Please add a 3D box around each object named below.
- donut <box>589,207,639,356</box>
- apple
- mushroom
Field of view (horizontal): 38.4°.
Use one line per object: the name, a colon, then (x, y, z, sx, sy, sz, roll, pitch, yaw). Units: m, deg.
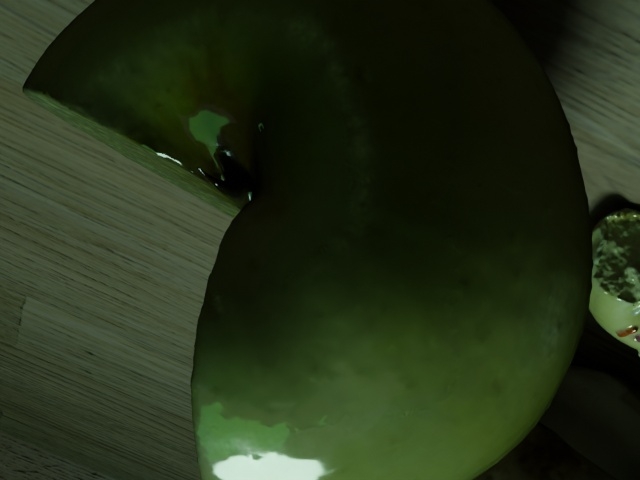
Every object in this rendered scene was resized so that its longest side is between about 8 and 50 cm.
donut: (0.248, 0.046, 0.625, 0.165, 0.065, 0.108, 19, 153, 3)
apple: (0.015, -0.015, 0.474, 0.233, 0.295, 0.258, -30, 156, 11)
mushroom: (0.207, 0.224, 0.808, 0.362, 0.295, 0.362, 36, 179, 1)
